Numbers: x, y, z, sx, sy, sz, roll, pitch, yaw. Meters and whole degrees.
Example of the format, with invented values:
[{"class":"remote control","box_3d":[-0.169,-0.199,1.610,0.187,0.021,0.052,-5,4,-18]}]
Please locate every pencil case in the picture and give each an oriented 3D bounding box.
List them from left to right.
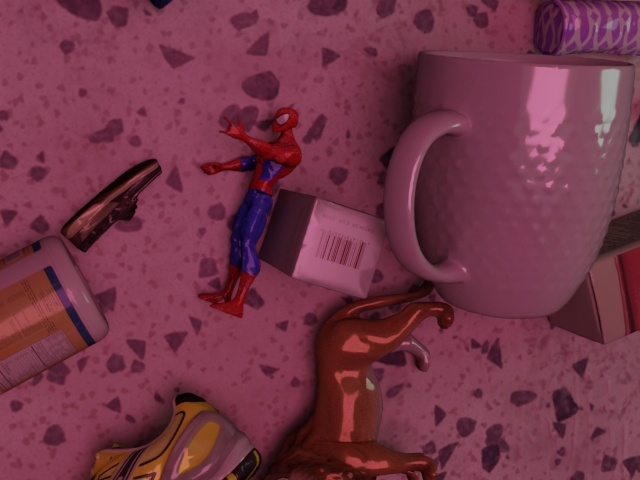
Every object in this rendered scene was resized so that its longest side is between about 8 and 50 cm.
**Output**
[{"class":"pencil case","box_3d":[0.418,-0.309,1.294,0.206,0.086,0.088,-2,120,-16]}]

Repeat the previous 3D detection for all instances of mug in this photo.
[{"class":"mug","box_3d":[0.218,-0.070,1.134,0.374,0.276,0.328,-11,110,-43]}]

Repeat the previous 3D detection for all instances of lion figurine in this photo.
[{"class":"lion figurine","box_3d":[0.043,0.226,1.221,0.240,0.142,0.392,8,78,-11]}]

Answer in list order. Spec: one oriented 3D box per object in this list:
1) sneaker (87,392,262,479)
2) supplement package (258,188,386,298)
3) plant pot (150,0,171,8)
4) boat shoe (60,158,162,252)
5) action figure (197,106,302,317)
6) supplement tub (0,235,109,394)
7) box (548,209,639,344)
[{"class":"sneaker","box_3d":[-0.263,0.354,1.145,0.384,0.145,0.147,-37,75,-8]},{"class":"supplement package","box_3d":[0.000,0.000,1.142,0.105,0.179,0.105,16,91,-19]},{"class":"plant pot","box_3d":[-0.165,-0.440,1.017,0.236,0.236,0.212,-41,101,-9]},{"class":"boat shoe","box_3d":[-0.260,-0.045,1.125,0.152,0.056,0.049,-38,111,0]},{"class":"action figure","box_3d":[-0.115,-0.055,1.145,0.139,0.091,0.280,23,89,-28]},{"class":"supplement tub","box_3d":[-0.372,0.098,1.054,0.199,0.144,0.144,-28,104,-12]},{"class":"box","box_3d":[0.463,0.045,1.311,0.232,0.148,0.127,-20,103,-14]}]
